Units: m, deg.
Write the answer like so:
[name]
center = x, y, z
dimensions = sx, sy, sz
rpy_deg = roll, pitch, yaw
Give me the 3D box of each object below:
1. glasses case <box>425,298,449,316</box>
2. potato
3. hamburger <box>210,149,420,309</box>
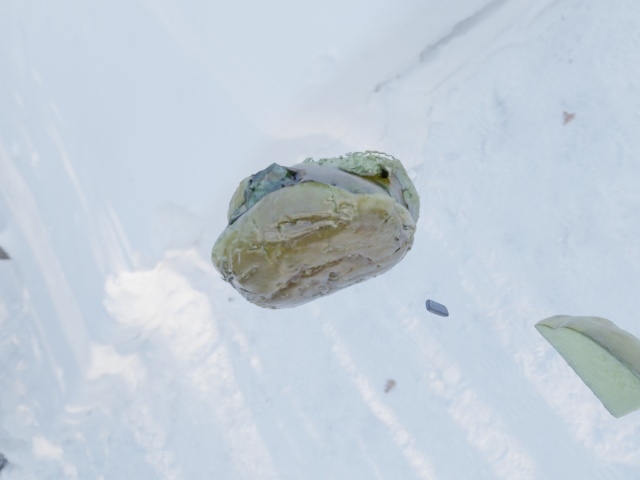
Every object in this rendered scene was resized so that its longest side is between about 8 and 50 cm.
[glasses case]
center = 0.304, 0.180, 1.556
dimensions = 0.023, 0.083, 0.033
rpy_deg = -39, 44, 32
[potato]
center = 0.347, 0.123, 0.695
dimensions = 0.149, 0.081, 0.120
rpy_deg = 52, 165, 21
[hamburger]
center = 0.000, -0.001, 0.811
dimensions = 0.285, 0.265, 0.134
rpy_deg = -20, 54, 15
